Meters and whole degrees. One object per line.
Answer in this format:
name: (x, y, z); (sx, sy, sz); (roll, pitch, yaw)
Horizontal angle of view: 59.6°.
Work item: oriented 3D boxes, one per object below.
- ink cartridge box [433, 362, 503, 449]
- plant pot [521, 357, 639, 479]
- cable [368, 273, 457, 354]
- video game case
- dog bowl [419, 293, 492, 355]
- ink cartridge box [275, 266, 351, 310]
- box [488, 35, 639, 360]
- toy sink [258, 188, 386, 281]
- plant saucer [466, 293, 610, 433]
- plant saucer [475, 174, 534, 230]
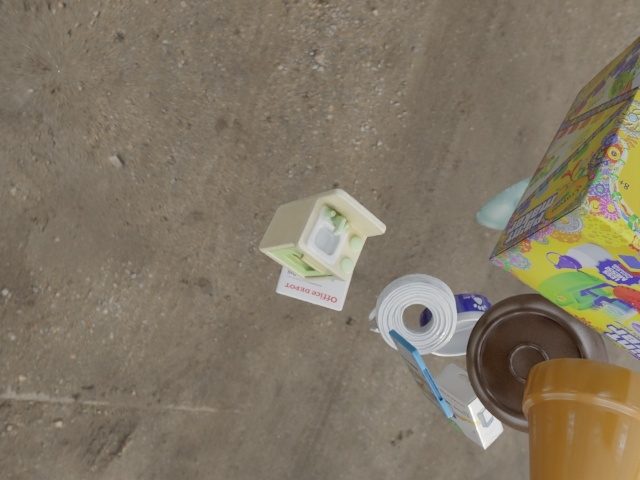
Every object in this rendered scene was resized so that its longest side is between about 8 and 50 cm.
ink cartridge box: (0.436, 0.489, 1.660); (0.093, 0.154, 0.213); (-35, 122, -19)
plant pot: (0.380, 0.301, 0.789); (0.205, 0.205, 0.188); (46, 55, -29)
cable: (0.300, 0.232, 1.754); (0.256, 0.089, 0.257); (24, 106, 0)
video game case: (0.199, 0.264, 1.118); (0.015, 0.119, 0.166); (-32, 107, -8)
dog bowl: (0.479, 0.296, 1.937); (0.264, 0.104, 0.265); (-5, 142, -3)
ink cartridge box: (0.004, 0.050, 1.649); (0.201, 0.117, 0.279); (16, 86, 4)
box: (0.387, -0.029, 0.576); (0.289, 0.177, 0.279); (33, 70, 1)
toy sink: (0.000, 0.000, 1.210); (0.152, 0.234, 0.131); (37, 64, -28)
plant saucer: (0.466, 0.272, 1.237); (0.050, 0.310, 0.311); (13, 101, -55)
plant saucer: (0.358, -0.058, 0.932); (0.194, 0.195, 0.038); (-11, 68, -22)
